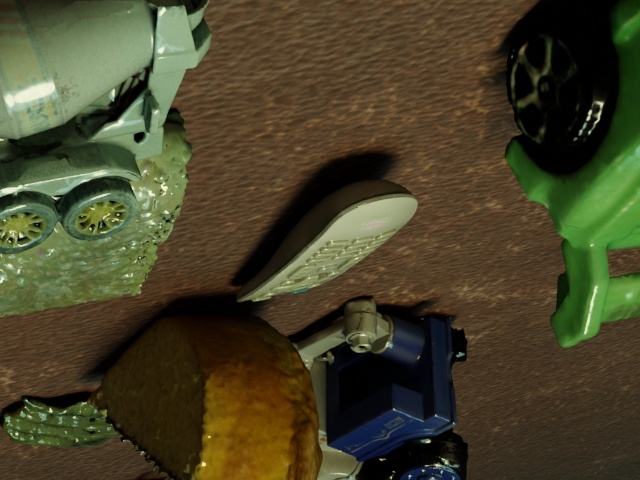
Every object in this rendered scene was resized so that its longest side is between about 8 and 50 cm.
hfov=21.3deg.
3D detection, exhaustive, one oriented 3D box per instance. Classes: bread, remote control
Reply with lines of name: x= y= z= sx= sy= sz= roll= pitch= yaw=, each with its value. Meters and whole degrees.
bread: x=-0.169 y=-0.002 z=1.082 sx=0.232 sy=0.064 sz=0.172 roll=-22 pitch=157 yaw=18
bread: x=-0.081 y=0.123 z=1.362 sx=0.129 sy=0.134 sz=0.260 roll=16 pitch=-178 yaw=-31
remote control: x=0.000 y=0.000 z=1.252 sx=0.073 sy=0.044 sz=0.229 roll=-13 pitch=168 yaw=-26

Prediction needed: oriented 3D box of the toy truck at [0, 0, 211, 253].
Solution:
toy truck: x=-0.184 y=-0.071 z=0.847 sx=0.257 sy=0.108 sz=0.140 roll=-11 pitch=146 yaw=-22

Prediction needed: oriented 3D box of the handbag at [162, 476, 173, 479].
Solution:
handbag: x=-0.124 y=0.298 z=1.882 sx=0.256 sy=0.079 sz=0.219 roll=4 pitch=140 yaw=-45

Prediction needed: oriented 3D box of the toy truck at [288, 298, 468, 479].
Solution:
toy truck: x=0.030 y=0.148 z=1.533 sx=0.177 sy=0.161 sz=0.213 roll=25 pitch=138 yaw=-33

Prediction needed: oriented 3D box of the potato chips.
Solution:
potato chips: x=-0.194 y=0.160 z=1.531 sx=0.207 sy=0.028 sz=0.092 roll=3 pitch=153 yaw=-39

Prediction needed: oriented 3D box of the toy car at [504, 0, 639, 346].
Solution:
toy car: x=0.260 y=-0.089 z=1.034 sx=0.213 sy=0.176 sz=0.358 roll=-5 pitch=156 yaw=-31
